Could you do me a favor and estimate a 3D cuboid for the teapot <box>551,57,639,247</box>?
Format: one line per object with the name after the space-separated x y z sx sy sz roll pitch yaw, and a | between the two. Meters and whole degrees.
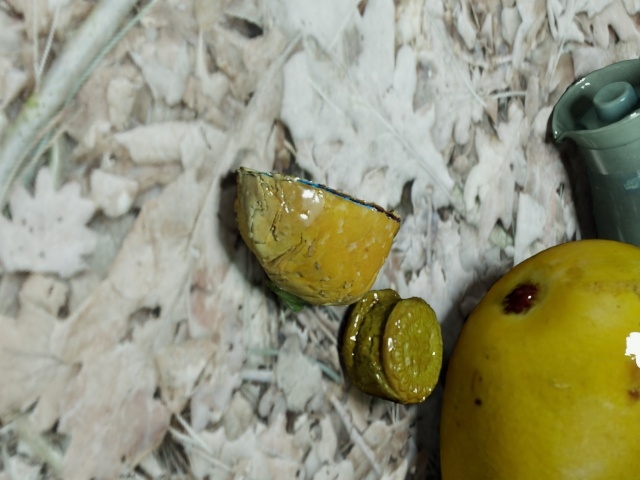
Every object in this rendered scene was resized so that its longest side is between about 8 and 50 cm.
0.371 -0.081 1.304 0.225 0.203 0.171 57 16 -29 | teapot

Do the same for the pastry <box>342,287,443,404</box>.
0.066 0.094 1.051 0.097 0.057 0.109 -43 126 -41 | pastry

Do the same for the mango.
0.265 0.218 1.145 0.300 0.232 0.446 -13 109 -13 | mango

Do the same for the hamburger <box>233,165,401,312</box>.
0.002 0.007 0.942 0.176 0.087 0.102 16 80 -52 | hamburger
